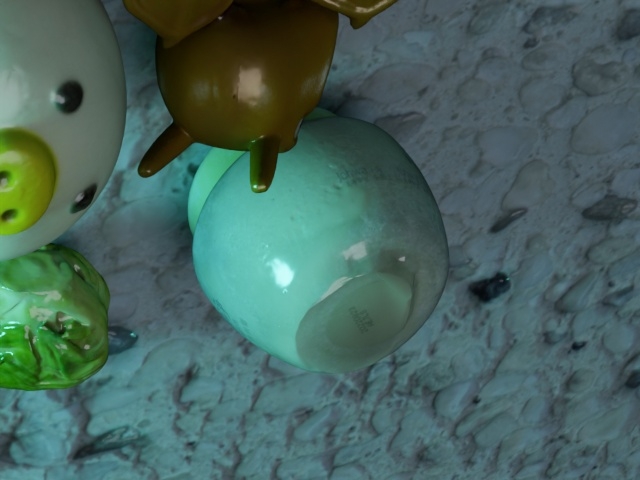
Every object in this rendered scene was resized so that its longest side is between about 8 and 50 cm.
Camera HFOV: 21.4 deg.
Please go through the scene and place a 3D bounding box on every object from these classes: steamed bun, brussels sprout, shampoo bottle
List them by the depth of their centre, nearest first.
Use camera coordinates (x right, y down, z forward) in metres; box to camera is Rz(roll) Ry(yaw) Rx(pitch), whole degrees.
[{"bbox_3d":[-0.364,-0.157,1.808,0.334,0.334,0.374,-21,140,-19],"label":"steamed bun"},{"bbox_3d":[-0.368,0.099,2.152,0.223,0.161,0.223,-3,127,-5],"label":"brussels sprout"},{"bbox_3d":[0.000,0.000,2.203,0.322,0.317,0.322,-21,135,-23],"label":"shampoo bottle"}]

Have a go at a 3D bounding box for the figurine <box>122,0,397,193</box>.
[{"bbox_3d":[-0.103,-0.275,1.929,0.401,0.268,0.387,-16,121,-39],"label":"figurine"}]
